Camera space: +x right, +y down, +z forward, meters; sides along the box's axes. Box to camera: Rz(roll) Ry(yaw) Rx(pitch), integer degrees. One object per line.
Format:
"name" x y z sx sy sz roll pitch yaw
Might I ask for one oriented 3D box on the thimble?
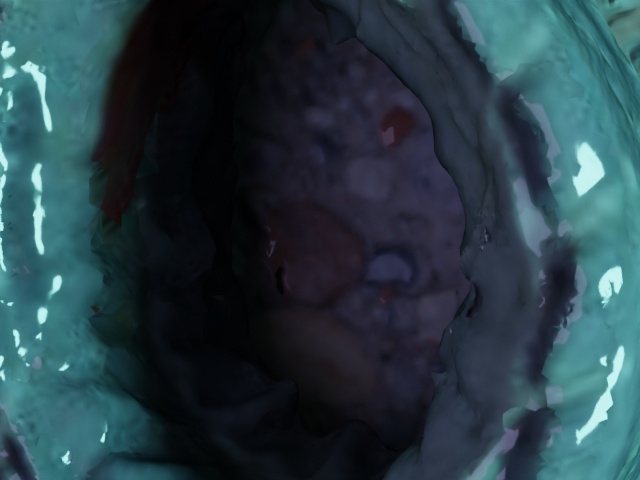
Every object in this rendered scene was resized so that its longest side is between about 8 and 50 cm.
"thimble" 0.000 0.000 0.507 0.205 0.172 0.236 -28 85 19
